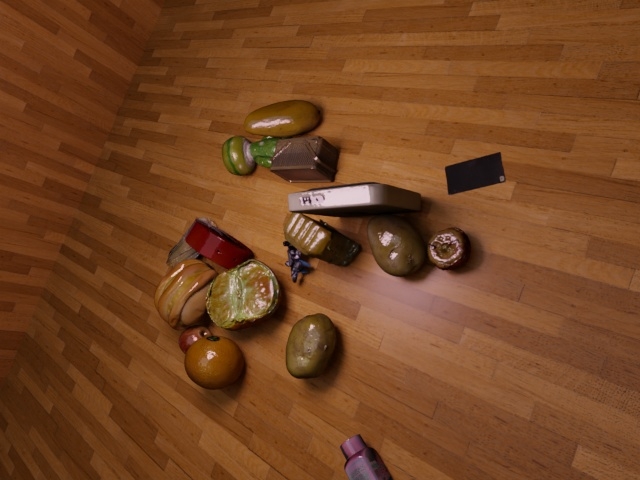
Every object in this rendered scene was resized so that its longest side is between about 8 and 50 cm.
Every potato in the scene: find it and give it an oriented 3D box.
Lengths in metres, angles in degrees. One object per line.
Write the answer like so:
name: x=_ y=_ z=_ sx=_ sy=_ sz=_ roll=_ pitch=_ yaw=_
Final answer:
potato: x=0.253 y=0.006 z=1.505 sx=0.174 sy=0.159 sz=0.251 roll=-32 pitch=61 yaw=-3
potato: x=-0.033 y=0.386 z=1.579 sx=0.197 sy=0.149 sz=0.228 roll=-20 pitch=63 yaw=41

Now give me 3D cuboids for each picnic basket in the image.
picnic basket: x=-0.069 y=-0.334 z=1.820 sx=0.267 sy=0.165 sz=0.139 roll=4 pitch=78 yaw=35

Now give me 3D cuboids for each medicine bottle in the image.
medicine bottle: x=0.142 y=0.724 z=1.374 sx=0.094 sy=0.119 sz=0.188 roll=-43 pitch=57 yaw=13

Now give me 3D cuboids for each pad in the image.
pad: x=0.531 y=-0.230 z=1.496 sx=0.193 sy=0.004 sz=0.116 roll=-12 pitch=68 yaw=31

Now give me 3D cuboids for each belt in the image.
belt: x=-0.461 y=0.016 z=1.916 sx=0.324 sy=0.227 sz=0.115 roll=31 pitch=91 yaw=17

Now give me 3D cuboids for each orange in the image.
orange: x=-0.302 y=0.224 z=1.779 sx=0.335 sy=0.196 sz=0.262 roll=-31 pitch=75 yaw=26
orange: x=-0.430 y=0.494 z=1.757 sx=0.236 sy=0.236 sz=0.236 roll=-11 pitch=70 yaw=30

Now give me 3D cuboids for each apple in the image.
apple: x=-0.543 y=0.443 z=1.900 sx=0.131 sy=0.146 sz=0.146 roll=-41 pitch=57 yaw=15

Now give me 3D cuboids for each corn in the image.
corn: x=-0.622 y=0.019 z=2.091 sx=0.305 sy=0.123 sz=0.122 roll=-49 pitch=13 yaw=11

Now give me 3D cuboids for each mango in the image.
mango: x=-0.166 y=-0.541 z=1.914 sx=0.332 sy=0.142 sz=0.195 roll=-1 pitch=40 yaw=5

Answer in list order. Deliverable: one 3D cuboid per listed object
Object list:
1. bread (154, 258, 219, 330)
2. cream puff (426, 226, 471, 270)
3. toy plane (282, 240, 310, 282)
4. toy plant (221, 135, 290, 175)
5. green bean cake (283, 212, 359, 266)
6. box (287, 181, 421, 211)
bread: x=-0.589 y=0.229 z=1.888 sx=0.315 sy=0.211 sz=0.270 roll=-54 pitch=26 yaw=-3
cream puff: x=0.427 y=0.030 z=1.431 sx=0.149 sy=0.084 sz=0.148 roll=-14 pitch=64 yaw=32
toy plane: x=-0.113 y=0.046 z=1.776 sx=0.246 sy=0.078 sz=0.169 roll=64 pitch=147 yaw=38
toy plant: x=-0.282 y=-0.409 z=1.990 sx=0.316 sy=0.184 sz=0.224 roll=-10 pitch=51 yaw=20
green bean cake: x=0.000 y=0.000 z=1.628 sx=0.233 sy=0.236 sz=0.124 roll=35 pitch=98 yaw=38
box: x=0.126 y=-0.137 z=1.508 sx=0.367 sy=0.373 sz=0.090 roll=-1 pitch=90 yaw=32
